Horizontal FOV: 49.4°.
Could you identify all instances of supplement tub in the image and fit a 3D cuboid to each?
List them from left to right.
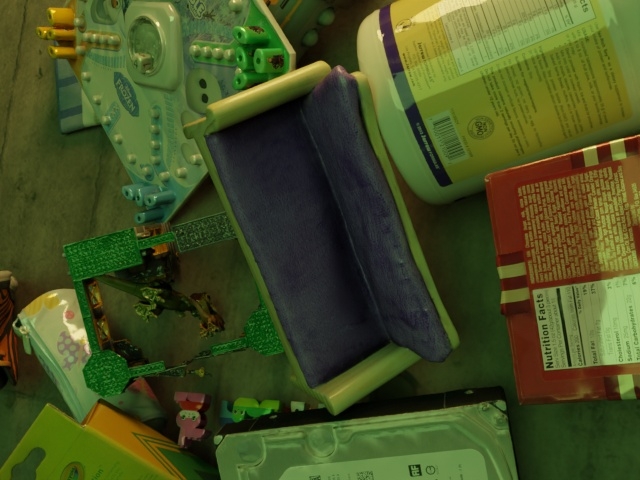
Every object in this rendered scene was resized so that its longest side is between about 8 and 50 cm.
[{"bbox_3d":[0.231,-0.198,0.764,0.331,0.241,0.241,-20,75,19],"label":"supplement tub"}]

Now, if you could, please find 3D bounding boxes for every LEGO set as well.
[{"bbox_3d":[-0.180,0.065,0.965,0.331,0.192,0.255,-23,92,5],"label":"LEGO set"},{"bbox_3d":[-0.081,0.260,0.914,0.227,0.087,0.093,-1,69,23],"label":"LEGO set"}]

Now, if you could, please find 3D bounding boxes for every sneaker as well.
[{"bbox_3d":[-0.502,0.141,1.025,0.124,0.321,0.180,-7,86,-10],"label":"sneaker"}]

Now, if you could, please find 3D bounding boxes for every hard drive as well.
[{"bbox_3d":[0.061,0.307,0.800,0.338,0.064,0.237,-9,94,13],"label":"hard drive"}]

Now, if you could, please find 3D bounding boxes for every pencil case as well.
[{"bbox_3d":[-0.336,0.195,1.017,0.113,0.124,0.273,-46,69,8],"label":"pencil case"}]

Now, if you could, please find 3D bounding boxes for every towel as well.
[{"bbox_3d":[-0.318,-0.298,1.133,0.284,0.034,0.210,-10,81,24],"label":"towel"}]

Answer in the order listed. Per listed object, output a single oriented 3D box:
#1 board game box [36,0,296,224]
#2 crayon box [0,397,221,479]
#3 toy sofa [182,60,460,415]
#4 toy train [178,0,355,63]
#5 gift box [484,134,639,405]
[{"bbox_3d":[-0.244,-0.272,0.971,0.390,0.050,0.390,-41,74,41],"label":"board game box"},{"bbox_3d":[-0.254,0.348,0.896,0.318,0.081,0.202,36,98,-11],"label":"crayon box"},{"bbox_3d":[0.000,0.000,0.774,0.177,0.150,0.363,7,121,63],"label":"toy sofa"},{"bbox_3d":[-0.064,-0.340,0.956,0.190,0.142,0.334,48,115,13],"label":"toy train"},{"bbox_3d":[0.336,0.044,0.671,0.276,0.258,0.255,-7,79,30],"label":"gift box"}]
